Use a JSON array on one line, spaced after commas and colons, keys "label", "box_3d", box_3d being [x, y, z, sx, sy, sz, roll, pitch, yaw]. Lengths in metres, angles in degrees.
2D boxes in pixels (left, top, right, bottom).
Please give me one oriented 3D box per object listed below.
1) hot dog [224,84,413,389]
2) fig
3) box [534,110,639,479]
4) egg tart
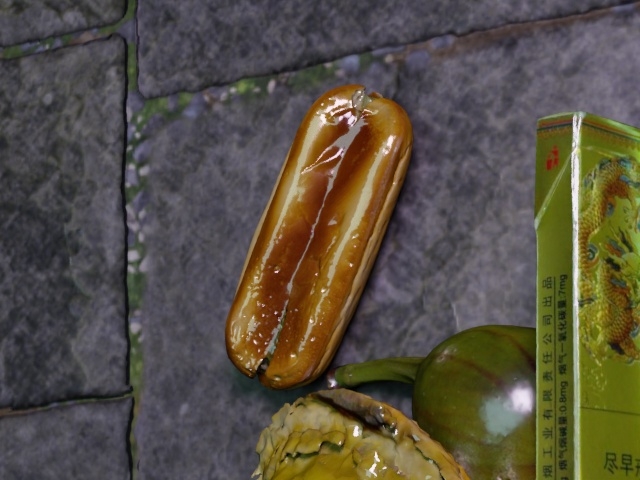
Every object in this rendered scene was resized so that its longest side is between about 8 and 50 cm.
[{"label": "hot dog", "box_3d": [0.000, 0.000, 1.496, 0.100, 0.068, 0.249, 24, 93, 21]}, {"label": "fig", "box_3d": [0.114, 0.119, 1.398, 0.259, 0.151, 0.151, 28, 94, 58]}, {"label": "box", "box_3d": [0.215, 0.079, 1.296, 0.043, 0.173, 0.311, -11, 74, 46]}, {"label": "egg tart", "box_3d": [0.021, 0.250, 1.337, 0.295, 0.116, 0.295, 28, 126, 47]}]
